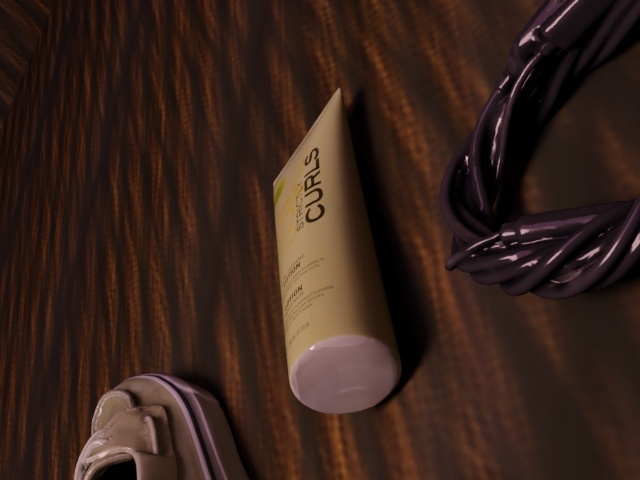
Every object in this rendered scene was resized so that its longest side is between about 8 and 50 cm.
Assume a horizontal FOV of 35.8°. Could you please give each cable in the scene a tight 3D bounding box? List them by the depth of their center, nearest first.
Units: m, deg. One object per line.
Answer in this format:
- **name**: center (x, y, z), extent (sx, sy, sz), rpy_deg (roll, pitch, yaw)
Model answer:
- **cable**: center (0.122, -0.044, 0.448), extent (0.184, 0.047, 0.150), rpy_deg (-51, 37, 25)

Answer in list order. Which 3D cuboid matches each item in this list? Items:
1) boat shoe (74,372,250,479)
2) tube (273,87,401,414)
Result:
- **boat shoe**: center (-0.113, 0.160, 0.662), extent (0.302, 0.094, 0.109), rpy_deg (29, 97, 62)
- **tube**: center (0.000, 0.000, 0.617), extent (0.070, 0.062, 0.240), rpy_deg (-16, 39, 7)
